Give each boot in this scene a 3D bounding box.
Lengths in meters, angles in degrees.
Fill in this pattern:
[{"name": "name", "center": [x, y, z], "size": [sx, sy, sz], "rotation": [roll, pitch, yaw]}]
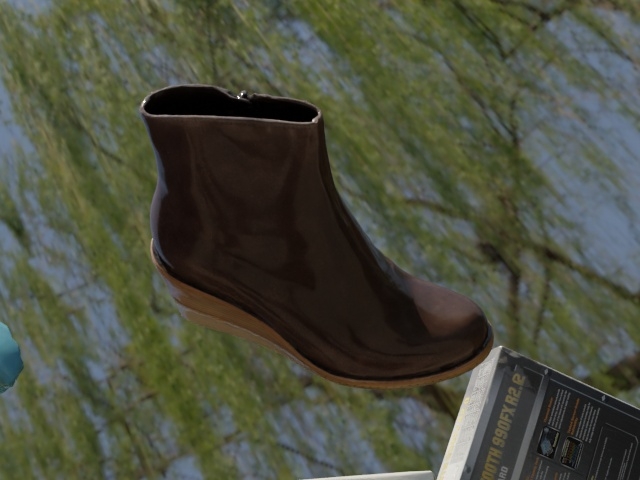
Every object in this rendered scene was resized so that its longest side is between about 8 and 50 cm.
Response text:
[{"name": "boot", "center": [0.000, 0.000, 0.895], "size": [0.249, 0.090, 0.206], "rotation": [10, -43, 9]}]

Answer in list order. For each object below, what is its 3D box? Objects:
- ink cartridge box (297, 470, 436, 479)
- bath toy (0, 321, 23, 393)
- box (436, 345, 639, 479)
[{"name": "ink cartridge box", "center": [-0.047, 0.293, 1.214], "size": [0.207, 0.117, 0.283], "rotation": [4, -20, -40]}, {"name": "bath toy", "center": [-0.321, 0.166, 0.883], "size": [0.129, 0.151, 0.348], "rotation": [-9, -31, -45]}, {"name": "box", "center": [0.189, 0.231, 1.130], "size": [0.183, 0.231, 0.056], "rotation": [24, -22, -9]}]
